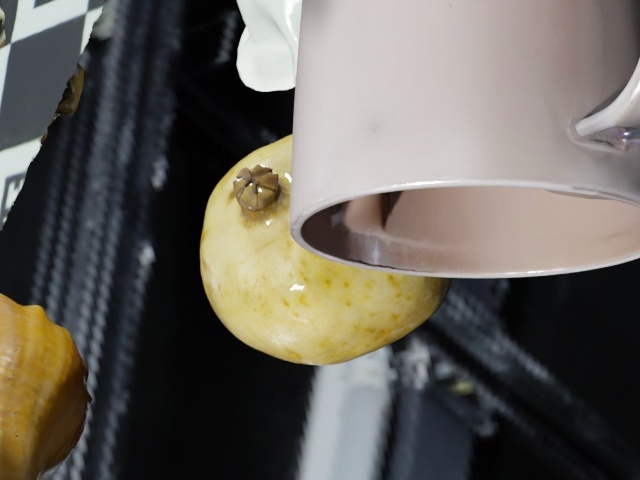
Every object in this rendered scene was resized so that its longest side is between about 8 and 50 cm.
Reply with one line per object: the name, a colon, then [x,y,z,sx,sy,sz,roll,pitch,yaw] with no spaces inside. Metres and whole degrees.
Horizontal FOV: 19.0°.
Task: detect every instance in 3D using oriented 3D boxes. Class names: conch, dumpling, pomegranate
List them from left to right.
conch: [-0.156,0.091,0.960,0.093,0.330,0.109,1,-71,-18]
dumpling: [-0.016,-0.200,1.459,0.124,0.151,0.229,20,-136,-20]
pomegranate: [0.000,0.000,1.353,0.196,0.196,0.196,23,-120,-46]

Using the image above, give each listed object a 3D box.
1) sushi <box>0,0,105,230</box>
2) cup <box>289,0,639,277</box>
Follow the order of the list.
sushi: [-0.124,-0.151,0.843,0.050,0.264,0.290,23,-89,-40]
cup: [0.097,-0.104,0.943,0.191,0.253,0.200,9,-105,-28]
